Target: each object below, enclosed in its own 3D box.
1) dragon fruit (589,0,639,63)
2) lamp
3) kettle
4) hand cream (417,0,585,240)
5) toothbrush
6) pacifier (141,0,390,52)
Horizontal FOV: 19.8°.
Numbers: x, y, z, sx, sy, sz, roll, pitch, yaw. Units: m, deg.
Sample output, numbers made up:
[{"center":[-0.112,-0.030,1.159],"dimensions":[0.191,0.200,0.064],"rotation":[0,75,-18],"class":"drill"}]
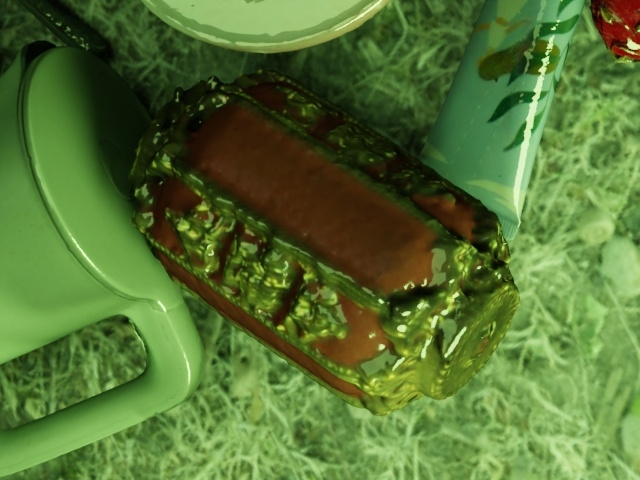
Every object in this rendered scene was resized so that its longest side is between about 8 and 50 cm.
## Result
[{"center":[0.244,-0.196,1.172],"dimensions":[0.190,0.094,0.094],"rotation":[-45,76,11],"class":"dragon fruit"},{"center":[0.000,0.000,1.244],"dimensions":[0.274,0.177,0.177],"rotation":[32,106,19],"class":"lamp"},{"center":[-0.271,0.030,1.350],"dimensions":[0.318,0.205,0.265],"rotation":[-22,68,21],"class":"kettle"},{"center":[0.140,-0.138,1.240],"dimensions":[0.091,0.058,0.271],"rotation":[28,110,23],"class":"hand cream"},{"center":[-0.271,-0.233,1.430],"dimensions":[0.297,0.030,0.030],"rotation":[42,99,17],"class":"toothbrush"},{"center":[-0.056,-0.291,1.231],"dimensions":[0.220,0.273,0.332],"rotation":[-26,83,44],"class":"pacifier"}]
